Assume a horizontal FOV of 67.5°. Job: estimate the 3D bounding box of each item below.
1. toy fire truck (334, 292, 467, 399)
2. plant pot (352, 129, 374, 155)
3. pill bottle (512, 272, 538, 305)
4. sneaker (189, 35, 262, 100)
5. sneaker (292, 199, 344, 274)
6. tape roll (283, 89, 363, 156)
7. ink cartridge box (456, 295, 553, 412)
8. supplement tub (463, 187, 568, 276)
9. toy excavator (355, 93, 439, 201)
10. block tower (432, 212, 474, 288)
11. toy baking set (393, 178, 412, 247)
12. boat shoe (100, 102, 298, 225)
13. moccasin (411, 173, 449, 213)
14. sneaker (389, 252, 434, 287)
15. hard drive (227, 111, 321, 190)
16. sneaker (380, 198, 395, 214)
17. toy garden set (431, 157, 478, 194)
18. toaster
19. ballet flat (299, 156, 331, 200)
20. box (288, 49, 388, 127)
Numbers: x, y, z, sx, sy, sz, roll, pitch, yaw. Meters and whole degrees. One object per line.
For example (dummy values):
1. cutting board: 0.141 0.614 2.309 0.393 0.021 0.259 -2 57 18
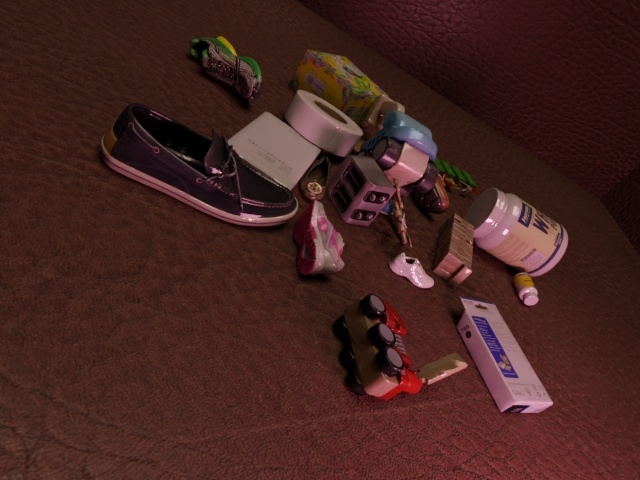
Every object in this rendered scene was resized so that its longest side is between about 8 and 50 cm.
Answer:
1. toy fire truck: 0.184 0.246 1.084 0.246 0.158 0.217 28 32 -34
2. plant pot: 0.183 -0.371 1.923 0.236 0.032 0.236 24 35 -18
3. pill bottle: 0.742 0.176 1.728 0.065 0.065 0.116 24 36 -18
4. sneaker: -0.331 -0.594 1.670 0.343 0.134 0.146 41 39 24
5. sneaker: 0.000 0.000 1.256 0.111 0.103 0.252 22 42 -27
6. tape roll: 0.013 -0.422 1.729 0.286 0.100 0.286 30 23 -14
7. ink cartridge box: 0.494 0.313 1.339 0.165 0.065 0.332 13 41 -31
8. supplement tub: 0.733 -0.033 1.821 0.325 0.235 0.235 30 34 -10
9. toy excavator: 0.273 -0.383 1.755 0.222 0.433 0.445 26 74 -21
10. block tower: 0.457 0.023 1.637 0.097 0.091 0.335 34 33 -3
11. toy baking set: 0.249 -0.076 1.511 0.197 0.030 0.256 59 21 -67
12. boat shoe: -0.266 -0.176 1.173 0.500 0.156 0.186 23 34 -22
13. moccasin: 0.416 -0.238 1.893 0.147 0.139 0.380 8 33 -23
14. sneaker: 0.281 0.091 1.422 0.152 0.061 0.053 29 32 -14
15. hard drive: -0.145 -0.278 1.501 0.233 0.047 0.353 34 34 -4
16. sneaker: 0.211 -0.135 1.622 0.162 0.073 0.063 8 43 -37
17. toy garden set: 0.608 -0.273 2.176 0.244 0.049 0.203 19 35 -26
18. toaster: 0.122 -0.164 1.491 0.110 0.168 0.185 1 48 -39
19. ballet flat: -0.006 -0.204 1.523 0.084 0.058 0.250 31 34 -7
20. box: 0.079 -0.631 2.015 0.290 0.177 0.279 49 35 19
